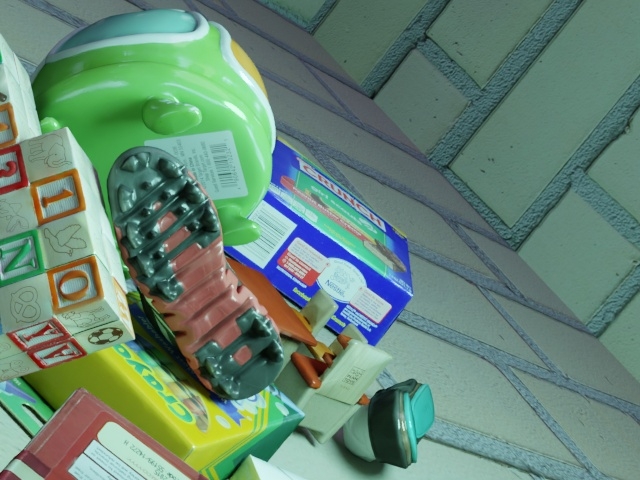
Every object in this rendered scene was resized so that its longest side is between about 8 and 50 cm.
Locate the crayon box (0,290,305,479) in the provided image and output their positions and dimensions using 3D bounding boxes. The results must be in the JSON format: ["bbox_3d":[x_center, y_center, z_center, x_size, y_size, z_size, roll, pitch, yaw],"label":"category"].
[{"bbox_3d":[-0.164,0.144,1.448,0.203,0.083,0.323,43,15,15],"label":"crayon box"}]

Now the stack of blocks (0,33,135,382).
[{"bbox_3d":[-0.279,-0.034,1.297,0.087,0.171,0.297,68,4,-62],"label":"stack of blocks"}]

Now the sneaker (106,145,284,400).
[{"bbox_3d":[-0.133,0.023,1.407,0.135,0.097,0.276,35,-24,55],"label":"sneaker"}]

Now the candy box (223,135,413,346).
[{"bbox_3d":[0.000,0.000,2.234,0.268,0.122,0.317,36,13,-9],"label":"candy box"}]

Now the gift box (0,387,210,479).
[{"bbox_3d":[-0.126,0.268,0.784,0.255,0.258,0.276,39,22,2],"label":"gift box"}]

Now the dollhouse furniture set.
[{"bbox_3d":[-0.039,0.102,1.768,0.262,0.135,0.259,24,18,-45],"label":"dollhouse furniture set"}]

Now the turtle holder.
[{"bbox_3d":[-0.199,-0.105,1.533,0.243,0.320,0.227,41,33,-33],"label":"turtle holder"}]

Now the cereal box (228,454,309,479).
[{"bbox_3d":[0.030,0.314,1.478,0.240,0.047,0.173,29,18,-36],"label":"cereal box"}]

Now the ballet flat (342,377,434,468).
[{"bbox_3d":[0.079,0.223,1.808,0.280,0.096,0.095,8,73,-81],"label":"ballet flat"}]
